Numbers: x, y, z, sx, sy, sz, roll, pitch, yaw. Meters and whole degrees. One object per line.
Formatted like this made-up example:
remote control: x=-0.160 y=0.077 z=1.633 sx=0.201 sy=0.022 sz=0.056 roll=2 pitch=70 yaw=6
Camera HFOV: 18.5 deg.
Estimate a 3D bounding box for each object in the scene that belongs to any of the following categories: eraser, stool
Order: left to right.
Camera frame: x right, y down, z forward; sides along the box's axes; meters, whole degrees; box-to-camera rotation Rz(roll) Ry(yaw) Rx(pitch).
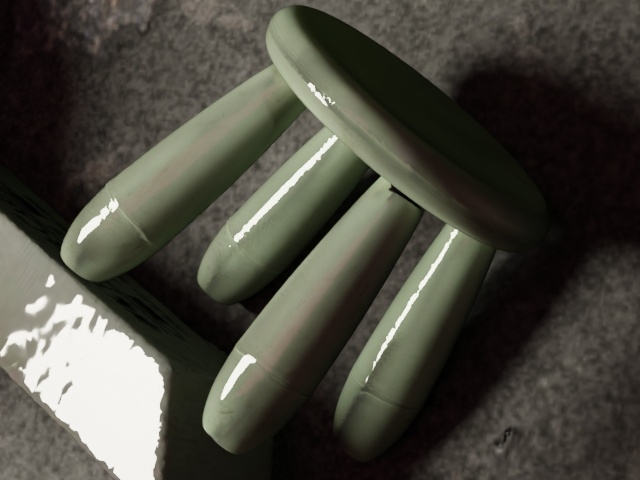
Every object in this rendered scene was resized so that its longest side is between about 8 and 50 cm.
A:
eraser: x=-0.152 y=0.050 z=1.211 sx=0.352 sy=0.111 sz=0.077 roll=38 pitch=95 yaw=36
stool: x=0.000 y=0.000 z=1.114 sx=0.195 sy=0.195 sz=0.198 roll=45 pitch=104 yaw=27
